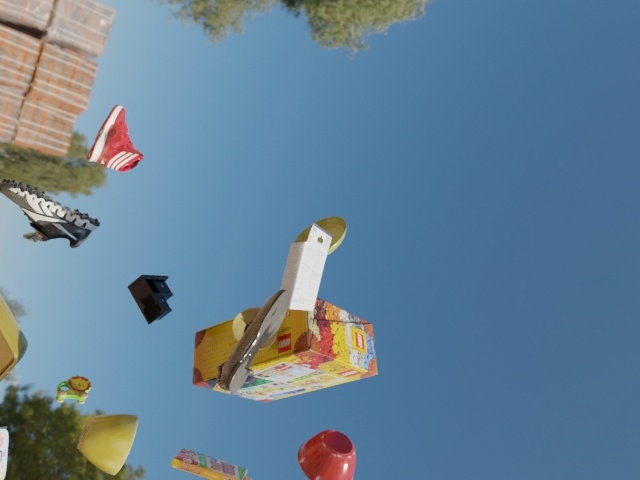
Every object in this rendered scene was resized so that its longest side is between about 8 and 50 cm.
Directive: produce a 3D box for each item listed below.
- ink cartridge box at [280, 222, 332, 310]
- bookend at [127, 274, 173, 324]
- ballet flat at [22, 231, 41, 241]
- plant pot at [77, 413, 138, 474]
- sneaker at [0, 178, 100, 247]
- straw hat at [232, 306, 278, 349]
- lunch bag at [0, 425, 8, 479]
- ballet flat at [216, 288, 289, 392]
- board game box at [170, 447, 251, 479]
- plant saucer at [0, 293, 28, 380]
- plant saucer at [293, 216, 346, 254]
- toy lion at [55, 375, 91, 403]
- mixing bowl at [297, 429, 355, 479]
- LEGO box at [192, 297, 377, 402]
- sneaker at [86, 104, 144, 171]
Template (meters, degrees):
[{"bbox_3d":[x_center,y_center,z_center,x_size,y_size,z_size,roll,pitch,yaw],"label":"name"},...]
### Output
[{"bbox_3d":[-0.039,0.074,1.436,0.045,0.223,0.223,14,-96,16],"label":"ink cartridge box"},{"bbox_3d":[-0.561,0.203,1.876,0.072,0.156,0.157,-37,-105,11],"label":"bookend"},{"bbox_3d":[-1.015,-0.013,1.938,0.114,0.041,0.041,-10,-116,19],"label":"ballet flat"},{"bbox_3d":[-0.489,0.449,1.228,0.134,0.095,0.134,-45,-151,33],"label":"plant pot"},{"bbox_3d":[-0.652,-0.054,1.276,0.106,0.234,0.078,-58,-152,0],"label":"sneaker"},{"bbox_3d":[-0.197,0.274,1.611,0.061,0.145,0.144,118,-32,-47],"label":"straw hat"},{"bbox_3d":[-0.438,0.282,0.708,0.083,0.053,0.071,147,-56,-62],"label":"lunch bag"},{"bbox_3d":[-0.146,0.207,1.167,0.058,0.084,0.249,19,-115,29],"label":"ballet flat"},{"bbox_3d":[-0.356,0.759,1.801,0.124,0.260,0.039,81,28,-84],"label":"board game box"},{"bbox_3d":[-0.892,0.236,1.398,0.333,0.081,0.332,-40,-101,28],"label":"plant saucer"},{"bbox_3d":[0.000,0.000,2.072,0.241,0.037,0.241,-25,-150,16],"label":"plant saucer"},{"bbox_3d":[-0.758,0.454,1.668,0.034,0.100,0.096,-60,-144,22],"label":"toy lion"},{"bbox_3d":[0.035,0.626,1.591,0.098,0.181,0.181,-64,-144,22],"label":"mixing bowl"},{"bbox_3d":[-0.124,0.380,1.831,0.500,0.372,0.193,-23,-125,30],"label":"LEGO box"},{"bbox_3d":[-0.542,-0.267,1.481,0.087,0.128,0.221,-35,-144,41],"label":"sneaker"}]
